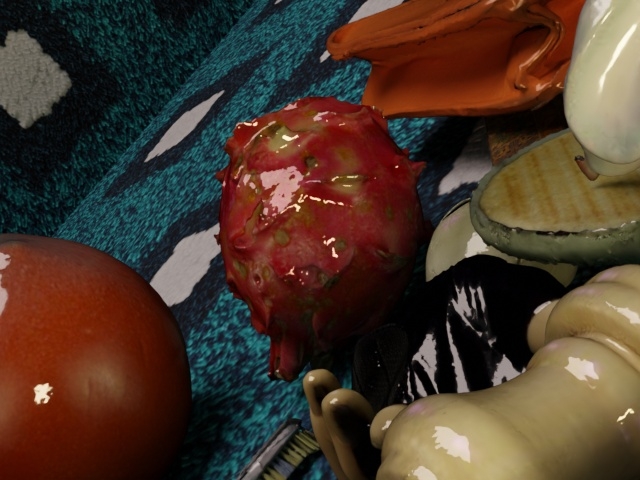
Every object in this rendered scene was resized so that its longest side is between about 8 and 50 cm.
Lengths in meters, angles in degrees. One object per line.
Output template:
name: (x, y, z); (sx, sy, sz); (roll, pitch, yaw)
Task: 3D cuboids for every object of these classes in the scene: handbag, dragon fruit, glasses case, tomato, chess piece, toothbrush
handbag: (0.204, -0.235, 1.145); (0.304, 0.116, 0.410); (-31, 14, -17)
dragon fruit: (0.000, 0.000, 1.026); (0.205, 0.210, 0.268); (73, -155, -88)
glasses case: (0.196, -0.075, 1.009); (0.075, 0.049, 0.218); (-33, 20, 19)
tomato: (-0.287, 0.140, 1.110); (0.321, 0.321, 0.321); (-38, 19, 15)
chess piece: (0.147, 0.065, 0.510); (0.397, 0.117, 0.117); (-31, 12, -24)
toothbrush: (-0.132, 0.305, 0.872); (0.413, 0.042, 0.035); (-51, -17, -21)

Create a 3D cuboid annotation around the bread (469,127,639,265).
bread: (0.232, -0.045, 0.762); (0.267, 0.040, 0.267); (-17, 17, 5)

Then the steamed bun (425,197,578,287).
steamed bun: (0.133, 0.015, 0.876); (0.130, 0.091, 0.112); (-29, 24, 35)

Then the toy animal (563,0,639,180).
toy animal: (0.271, -0.172, 0.674); (0.310, 0.247, 0.183); (-5, -8, -12)

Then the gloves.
gloves: (0.090, 0.095, 0.680); (0.197, 0.152, 0.301); (-45, -8, 14)
